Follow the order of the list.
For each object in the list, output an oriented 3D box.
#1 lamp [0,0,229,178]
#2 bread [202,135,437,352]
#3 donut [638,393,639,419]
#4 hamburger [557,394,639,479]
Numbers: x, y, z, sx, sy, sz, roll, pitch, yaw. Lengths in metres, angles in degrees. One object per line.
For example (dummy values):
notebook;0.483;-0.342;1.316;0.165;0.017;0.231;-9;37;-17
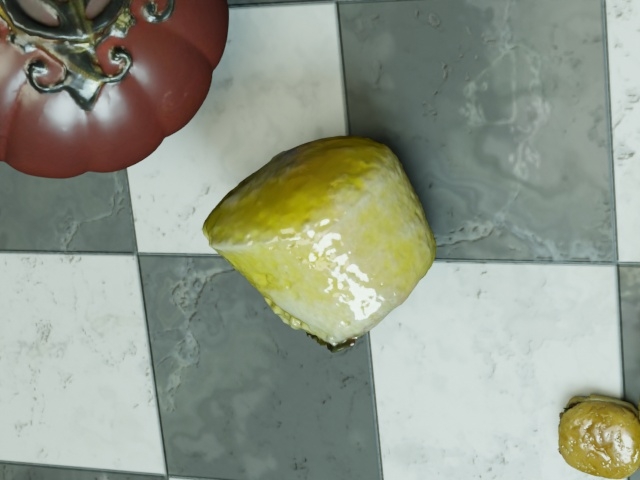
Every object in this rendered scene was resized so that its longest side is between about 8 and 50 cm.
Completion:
lamp;-0.233;-0.206;1.381;0.303;0.257;0.303;1;83;-8
bread;0.002;-0.004;1.394;0.197;0.197;0.170;-25;102;28
donut;0.391;0.145;1.314;0.253;0.118;0.253;17;125;26
hamburger;0.260;0.183;1.414;0.083;0.044;0.076;2;108;20
